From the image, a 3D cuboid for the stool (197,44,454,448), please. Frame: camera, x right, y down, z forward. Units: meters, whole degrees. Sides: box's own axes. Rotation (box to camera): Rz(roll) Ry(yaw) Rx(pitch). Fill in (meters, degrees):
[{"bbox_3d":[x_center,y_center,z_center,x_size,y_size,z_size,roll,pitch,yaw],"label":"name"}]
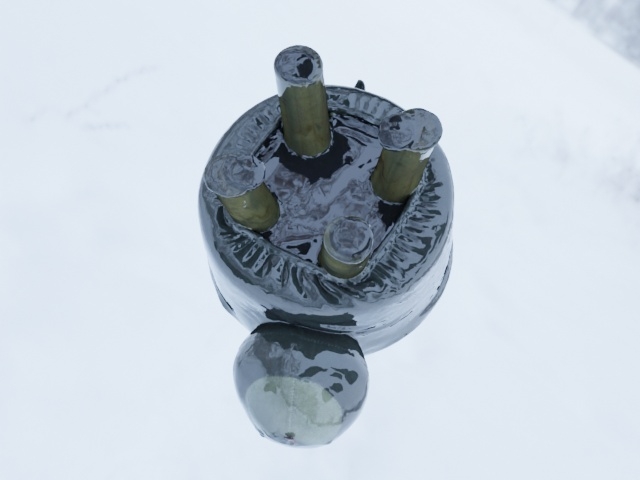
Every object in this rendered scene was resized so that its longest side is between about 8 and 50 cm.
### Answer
[{"bbox_3d":[0.009,0.000,0.918,0.139,0.153,0.228,87,-10,-65],"label":"stool"}]
